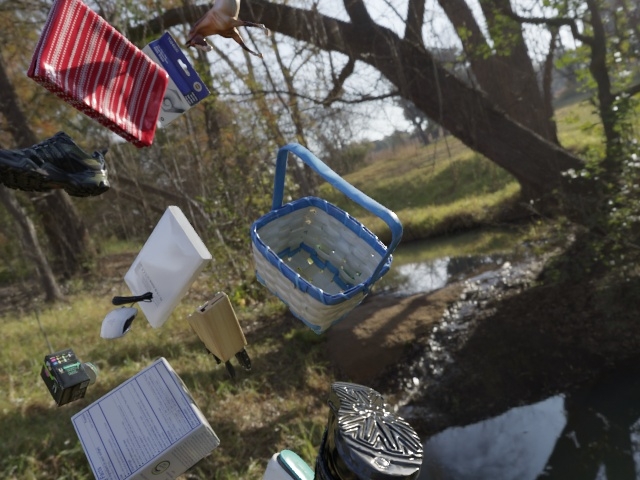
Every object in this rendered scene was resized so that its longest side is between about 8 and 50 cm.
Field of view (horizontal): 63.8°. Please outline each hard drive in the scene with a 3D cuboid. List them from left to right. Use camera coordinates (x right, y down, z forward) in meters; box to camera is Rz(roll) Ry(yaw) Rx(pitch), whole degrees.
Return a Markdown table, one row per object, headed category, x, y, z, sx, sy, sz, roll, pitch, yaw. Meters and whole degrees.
| category | x | y | z | sx | sy | sz | roll | pitch | yaw |
| --- | --- | --- | --- | --- | --- | --- | --- | --- | --- |
| hard drive | -0.449 | 0.080 | 1.486 | 0.307 | 0.203 | 0.040 | -49 | -24 | 26 |

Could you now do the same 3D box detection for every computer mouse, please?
| category | x | y | z | sx | sy | sz | roll | pitch | yaw |
| --- | --- | --- | --- | --- | --- | --- | --- | --- | --- |
| computer mouse | -0.505 | 0.185 | 1.315 | 0.106 | 0.042 | 0.193 | -2 | 23 | -1 |

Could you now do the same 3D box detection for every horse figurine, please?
| category | x | y | z | sx | sy | sz | roll | pitch | yaw |
| --- | --- | --- | --- | --- | --- | --- | --- | --- | --- |
| horse figurine | -0.188 | -0.542 | 1.174 | 0.175 | 0.263 | 0.066 | 17 | 10 | -1 |

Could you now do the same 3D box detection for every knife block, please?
| category | x | y | z | sx | sy | sz | roll | pitch | yaw |
| --- | --- | --- | --- | --- | --- | --- | --- | --- | --- |
| knife block | -0.269 | 0.283 | 1.467 | 0.088 | 0.242 | 0.276 | -39 | 2 | -28 |

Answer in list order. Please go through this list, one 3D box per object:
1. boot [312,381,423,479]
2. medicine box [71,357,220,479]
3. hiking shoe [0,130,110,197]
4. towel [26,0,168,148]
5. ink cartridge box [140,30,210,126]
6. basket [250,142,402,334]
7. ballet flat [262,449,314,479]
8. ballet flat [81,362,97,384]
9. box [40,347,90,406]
| category | x | y | z | sx | sy | sz | roll | pitch | yaw |
| --- | --- | --- | --- | --- | --- | --- | --- | --- | --- |
| boot | 0.054 | 0.401 | 0.827 | 0.131 | 0.260 | 0.348 | 14 | -1 | -2 |
| medicine box | -0.473 | 0.518 | 1.392 | 0.289 | 0.149 | 0.263 | -34 | 51 | -19 |
| hiking shoe | -0.516 | -0.152 | 0.968 | 0.086 | 0.114 | 0.227 | -25 | -24 | 39 |
| towel | -0.421 | -0.328 | 1.019 | 0.031 | 0.198 | 0.275 | -1 | -20 | 29 |
| ink cartridge box | -0.488 | -0.499 | 1.614 | 0.224 | 0.223 | 0.045 | -21 | 21 | 37 |
| basket | 0.000 | 0.000 | 0.911 | 0.201 | 0.255 | 0.289 | -33 | -26 | -34 |
| ballet flat | 0.013 | 0.643 | 1.140 | 0.400 | 0.139 | 0.139 | 33 | 35 | 33 |
| ballet flat | -0.755 | 0.443 | 1.609 | 0.213 | 0.072 | 0.068 | -38 | 6 | 47 |
| box | -0.490 | 0.261 | 0.985 | 0.052 | 0.083 | 0.062 | -13 | -40 | -51 |
